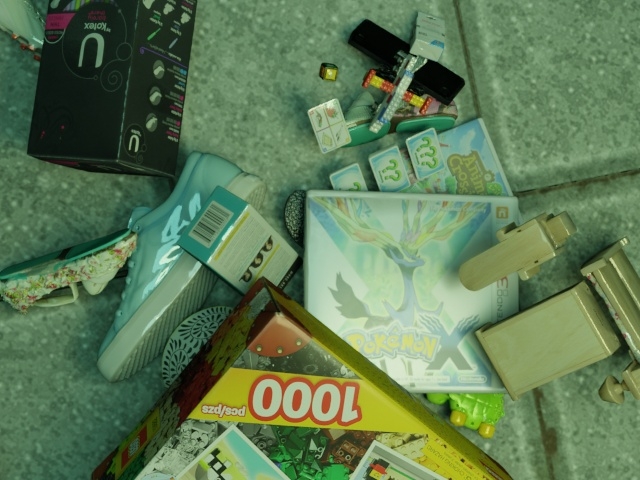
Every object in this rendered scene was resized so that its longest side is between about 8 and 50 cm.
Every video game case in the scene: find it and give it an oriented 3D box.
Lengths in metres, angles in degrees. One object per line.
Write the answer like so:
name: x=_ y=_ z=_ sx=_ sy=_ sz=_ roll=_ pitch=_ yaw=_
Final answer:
video game case: x=0.137 y=0.078 z=1.501 sx=0.328 sy=0.036 sz=0.300 roll=1 pitch=85 yaw=-8
video game case: x=0.207 y=-0.062 z=1.582 sx=0.193 sy=0.023 sz=0.212 roll=-22 pitch=91 yaw=-9

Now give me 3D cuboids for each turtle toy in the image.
turtle toy: x=0.225 y=0.246 z=1.550 sx=0.130 sy=0.066 sz=0.095 roll=23 pitch=74 yaw=-5

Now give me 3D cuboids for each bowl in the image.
bowl: x=-0.139 y=0.187 z=1.465 sx=0.170 sy=0.080 sz=0.170 roll=-5 pitch=102 yaw=-26

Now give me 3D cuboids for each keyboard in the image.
keyboard: x=0.123 y=-0.264 z=1.552 sx=0.192 sy=0.038 sz=0.100 roll=34 pitch=49 yaw=9

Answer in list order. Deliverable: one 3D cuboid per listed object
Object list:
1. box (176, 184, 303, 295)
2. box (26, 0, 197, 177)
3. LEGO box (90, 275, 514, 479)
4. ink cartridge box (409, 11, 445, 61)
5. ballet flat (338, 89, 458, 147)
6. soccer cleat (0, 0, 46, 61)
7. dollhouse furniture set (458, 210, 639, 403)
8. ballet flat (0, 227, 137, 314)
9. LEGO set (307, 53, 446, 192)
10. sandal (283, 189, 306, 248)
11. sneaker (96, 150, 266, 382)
box: x=-0.108 y=0.017 z=1.424 sx=0.060 sy=0.244 sz=0.100 roll=32 pitch=82 yaw=24
box: x=-0.293 y=-0.235 z=1.425 sx=0.165 sy=0.143 sz=0.270 roll=5 pitch=87 yaw=26
LEGO box: x=-0.004 y=0.354 z=1.377 sx=0.500 sy=0.193 sz=0.372 roll=39 pitch=93 yaw=-16
ink cartridge box: x=0.168 y=-0.321 z=1.573 sx=0.048 sy=0.028 sz=0.083 roll=17 pitch=44 yaw=-8
ballet flat: x=0.104 y=-0.198 z=1.555 sx=0.221 sy=0.077 sz=0.079 roll=-12 pitch=71 yaw=-14
soccer cleat: x=-0.437 y=-0.327 z=1.477 sx=0.196 sy=0.068 sz=0.076 roll=33 pitch=80 yaw=-3
dollhouse furniture set: x=0.390 y=0.091 z=1.533 sx=0.173 sy=0.355 sz=0.303 roll=-32 pitch=85 yaw=35
ballet flat: x=-0.354 y=0.047 z=1.441 sx=0.241 sy=0.091 sz=0.077 roll=-16 pitch=108 yaw=21
LEGO set: x=0.085 y=-0.165 z=1.475 sx=0.182 sy=0.060 sz=0.244 roll=-24 pitch=121 yaw=-6
sandal: x=0.000 y=0.000 z=1.546 sx=0.067 sy=0.040 sz=0.179 roll=-37 pitch=108 yaw=-3
sneaker: x=-0.235 y=0.031 z=1.476 sx=0.150 sy=0.135 sz=0.366 roll=33 pitch=82 yaw=16
